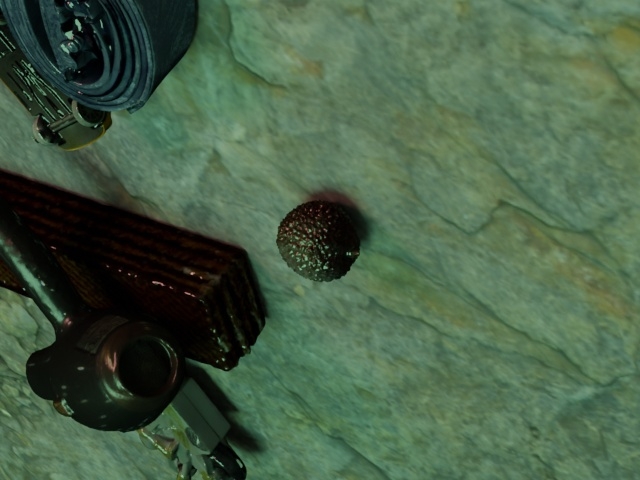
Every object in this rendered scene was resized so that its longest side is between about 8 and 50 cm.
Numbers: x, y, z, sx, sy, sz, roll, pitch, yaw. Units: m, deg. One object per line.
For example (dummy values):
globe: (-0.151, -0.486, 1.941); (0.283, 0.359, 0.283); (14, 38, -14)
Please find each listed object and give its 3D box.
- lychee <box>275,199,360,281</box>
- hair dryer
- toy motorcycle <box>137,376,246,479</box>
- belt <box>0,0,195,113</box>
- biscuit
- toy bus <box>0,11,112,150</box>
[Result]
lychee: (0.000, 0.000, 1.380); (0.083, 0.068, 0.067); (8, 98, 43)
hair dryer: (-0.269, 0.020, 1.543); (0.359, 0.120, 0.304); (57, 159, -13)
toy motorcycle: (-0.172, 0.173, 1.776); (0.152, 0.073, 0.225); (4, 135, 44)
belt: (-0.171, -0.177, 1.286); (0.141, 0.082, 0.190); (24, 146, 18)
biscuit: (-0.232, 0.014, 1.620); (0.388, 0.073, 0.107); (17, 143, 28)
toy bus: (-0.229, -0.152, 1.388); (0.070, 0.074, 0.162); (-19, 118, 46)
